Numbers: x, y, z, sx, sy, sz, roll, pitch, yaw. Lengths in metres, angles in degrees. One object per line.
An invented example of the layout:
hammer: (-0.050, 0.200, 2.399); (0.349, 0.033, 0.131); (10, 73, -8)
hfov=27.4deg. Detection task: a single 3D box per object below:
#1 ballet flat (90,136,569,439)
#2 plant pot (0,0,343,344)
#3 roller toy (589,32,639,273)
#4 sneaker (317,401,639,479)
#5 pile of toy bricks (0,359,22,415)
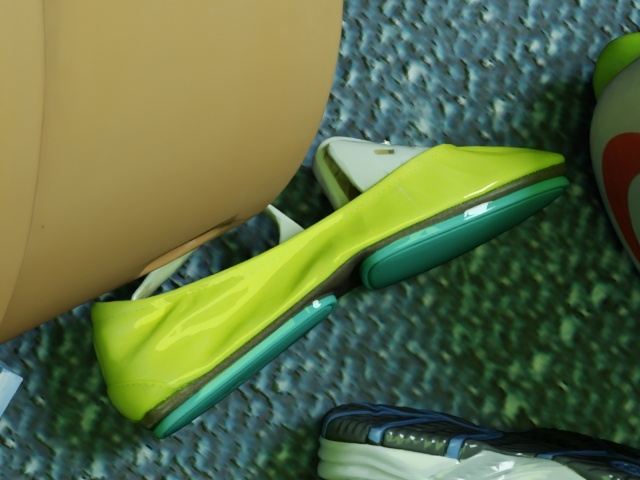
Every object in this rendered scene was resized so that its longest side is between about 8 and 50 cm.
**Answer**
ballet flat: (0.000, 0.000, 0.586); (0.231, 0.077, 0.077); (-31, 78, -7)
plant pot: (-0.131, -0.089, 0.462); (0.203, 0.291, 0.291); (-12, 91, -40)
roller toy: (0.228, -0.024, 0.561); (0.146, 0.191, 0.209); (-36, 95, -9)
sneaker: (0.098, 0.131, 0.602); (0.211, 0.080, 0.081); (10, 94, 0)
pile of toy bricks: (-0.215, 0.100, 0.511); (0.105, 0.118, 0.212); (34, 82, -31)
